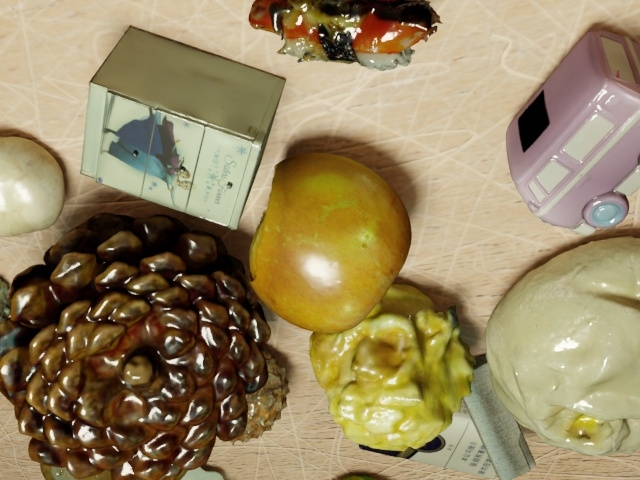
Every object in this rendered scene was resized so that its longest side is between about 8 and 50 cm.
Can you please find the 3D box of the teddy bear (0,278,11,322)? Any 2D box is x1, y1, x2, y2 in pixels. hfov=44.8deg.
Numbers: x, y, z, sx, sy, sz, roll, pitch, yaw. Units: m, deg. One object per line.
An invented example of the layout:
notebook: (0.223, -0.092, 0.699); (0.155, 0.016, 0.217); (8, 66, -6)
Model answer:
teddy bear: (-0.592, 0.107, 1.334); (0.133, 0.111, 0.213); (51, 151, -6)

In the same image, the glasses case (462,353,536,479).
glasses case: (0.286, 0.294, 1.282); (0.070, 0.047, 0.205); (-24, 100, 6)

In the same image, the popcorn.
popcorn: (0.111, 0.185, 1.151); (0.225, 0.249, 0.249); (-21, 126, 34)

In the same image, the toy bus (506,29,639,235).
toy bus: (0.308, -0.119, 0.887); (0.142, 0.142, 0.202); (21, 133, -16)

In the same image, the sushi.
sushi: (0.027, -0.237, 0.863); (0.225, 0.097, 0.103); (13, 131, 20)

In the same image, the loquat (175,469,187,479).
loquat: (-0.318, 0.371, 1.457); (0.179, 0.179, 0.228); (7, 118, 5)

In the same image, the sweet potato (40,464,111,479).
sweet potato: (-0.448, 0.540, 1.699); (0.130, 0.131, 0.422); (-24, 131, 30)

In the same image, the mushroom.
mushroom: (-0.442, -0.075, 1.110); (0.154, 0.122, 0.154); (-2, 101, -11)

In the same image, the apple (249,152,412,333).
apple: (0.000, 0.000, 1.017); (0.207, 0.237, 0.237); (34, 132, -4)

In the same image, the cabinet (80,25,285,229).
cabinet: (-0.171, -0.138, 0.961); (0.206, 0.150, 0.145); (18, 135, -5)

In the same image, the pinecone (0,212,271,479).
pinecone: (-0.269, 0.152, 1.133); (0.397, 0.398, 0.398); (6, 134, 6)

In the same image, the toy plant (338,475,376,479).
toy plant: (0.172, 0.589, 1.598); (0.315, 0.185, 0.224); (14, 142, -24)

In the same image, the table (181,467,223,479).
table: (-0.318, 0.509, 1.618); (0.166, 0.167, 0.198); (-32, 112, 35)

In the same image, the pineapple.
pineapple: (-0.145, 0.274, 1.350); (0.166, 0.166, 0.193); (24, 133, -11)

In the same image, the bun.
bun: (0.410, 0.173, 1.088); (0.364, 0.219, 0.365); (4, 136, 4)

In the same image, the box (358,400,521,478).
box: (0.209, 0.335, 1.386); (0.259, 0.071, 0.168); (11, 134, -1)
